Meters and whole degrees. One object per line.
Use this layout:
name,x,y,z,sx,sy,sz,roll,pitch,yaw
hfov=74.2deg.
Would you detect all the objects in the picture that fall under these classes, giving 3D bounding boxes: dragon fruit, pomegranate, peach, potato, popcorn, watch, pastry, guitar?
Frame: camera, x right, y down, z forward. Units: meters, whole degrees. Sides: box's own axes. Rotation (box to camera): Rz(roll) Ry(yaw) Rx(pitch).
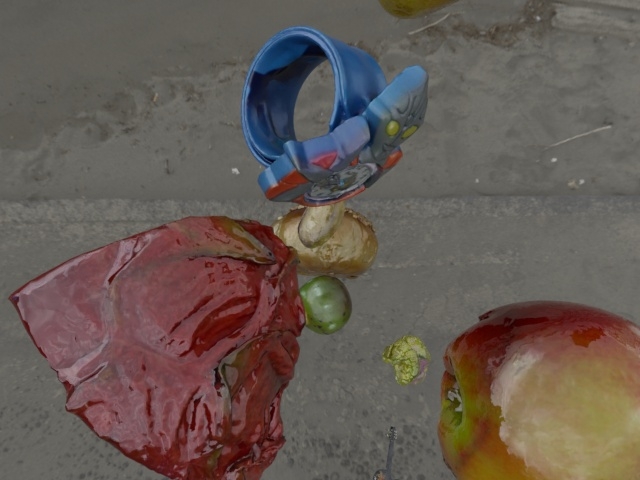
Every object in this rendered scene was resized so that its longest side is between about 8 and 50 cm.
dragon fruit,-0.132,0.142,0.532,0.302,0.240,0.330,-26,91,-15
pomegranate,-0.011,0.173,1.094,0.205,0.159,0.159,-19,86,-28
peach,0.203,0.138,0.358,0.198,0.197,0.197,1,83,-7
potato,0.002,-0.055,1.140,0.107,0.080,0.170,33,106,25
popcorn,0.248,0.337,1.198,0.126,0.126,0.145,-34,119,-1
watch,0.010,-0.227,0.698,0.242,0.305,0.274,-3,62,-51
pastry,0.000,0.000,1.478,0.410,0.409,0.244,7,78,-6
guitar,0.178,0.612,1.124,0.088,0.025,0.233,13,48,6

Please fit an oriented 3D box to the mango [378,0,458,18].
mango,0.214,-0.459,0.698,0.262,0.167,0.129,-10,122,24
